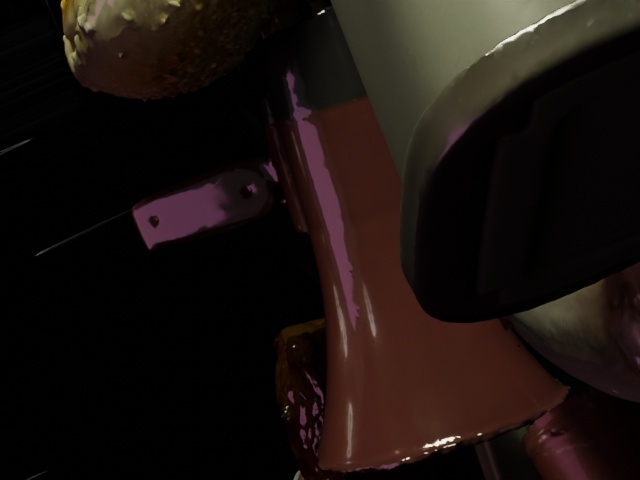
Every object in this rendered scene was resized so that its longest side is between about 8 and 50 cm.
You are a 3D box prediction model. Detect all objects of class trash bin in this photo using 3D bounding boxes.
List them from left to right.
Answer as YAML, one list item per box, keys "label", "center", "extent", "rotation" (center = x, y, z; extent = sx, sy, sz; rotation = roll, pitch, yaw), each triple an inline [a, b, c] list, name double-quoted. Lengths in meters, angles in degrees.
- label: "trash bin"
  center: [0.157, 0.194, 1.609]
  extent: [0.061, 0.043, 0.092]
  rotation: [90, 168, -65]
- label: "trash bin"
  center: [0.093, -0.136, 0.832]
  extent: [0.220, 0.219, 0.250]
  rotation: [93, 156, -63]

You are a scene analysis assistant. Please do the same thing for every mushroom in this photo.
- label: "mushroom"
  center: [0.151, -0.007, 1.069]
  extent: [0.397, 0.126, 0.177]
  rotation: [-128, 25, -60]

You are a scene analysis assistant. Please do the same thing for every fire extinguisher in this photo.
- label: "fire extinguisher"
  center: [0.254, 0.242, 1.219]
  extent: [0.337, 0.106, 0.147]
  rotation: [61, -167, 17]

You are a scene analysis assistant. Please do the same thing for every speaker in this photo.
- label: "speaker"
  center: [0.020, 0.004, 1.498]
  extent: [0.259, 0.198, 0.329]
  rotation: [-23, 88, 55]

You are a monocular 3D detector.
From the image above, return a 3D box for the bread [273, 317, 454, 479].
- label: "bread"
  center: [0.032, 0.181, 1.968]
  extent: [0.247, 0.135, 0.232]
  rotation: [68, 168, -19]

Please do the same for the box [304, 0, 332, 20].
- label: "box"
  center: [0.031, -0.136, 1.574]
  extent: [0.133, 0.023, 0.090]
  rotation: [48, 162, 54]

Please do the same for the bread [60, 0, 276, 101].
- label: "bread"
  center: [-0.093, -0.235, 1.421]
  extent: [0.305, 0.158, 0.305]
  rotation: [-164, 90, -81]

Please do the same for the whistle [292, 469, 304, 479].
- label: "whistle"
  center: [0.047, 0.308, 2.224]
  extent: [0.346, 0.133, 0.142]
  rotation: [68, -174, -64]

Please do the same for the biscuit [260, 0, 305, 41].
- label: "biscuit"
  center: [-0.028, -0.162, 1.641]
  extent: [0.226, 0.042, 0.226]
  rotation: [-19, -90, -89]
